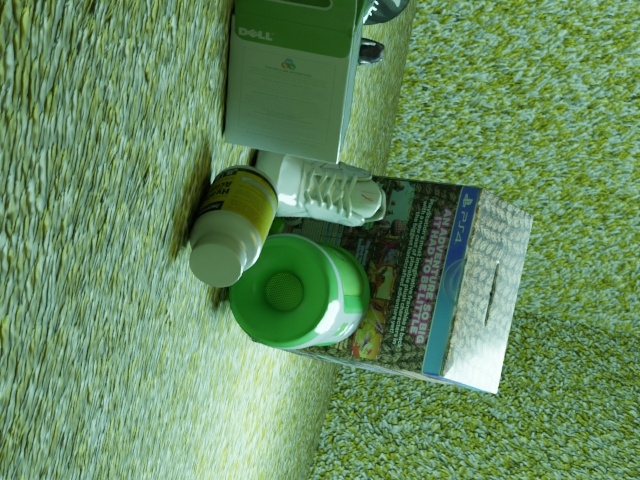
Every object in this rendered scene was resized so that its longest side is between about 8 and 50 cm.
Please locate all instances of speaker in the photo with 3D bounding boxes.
[{"bbox_3d":[-0.020,0.058,1.875,0.296,0.131,0.131,14,89,-81],"label":"speaker"}]

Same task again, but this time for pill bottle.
[{"bbox_3d":[-0.079,-0.011,1.479,0.116,0.065,0.065,-72,173,-53],"label":"pill bottle"}]

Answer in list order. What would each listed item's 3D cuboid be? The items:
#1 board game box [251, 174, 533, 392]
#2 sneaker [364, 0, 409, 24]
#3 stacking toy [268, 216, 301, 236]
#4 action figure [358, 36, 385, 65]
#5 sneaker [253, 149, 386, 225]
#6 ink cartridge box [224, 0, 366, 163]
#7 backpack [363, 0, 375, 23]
[{"bbox_3d":[0.088,0.047,2.086,0.141,0.291,0.232,22,79,-54],"label":"board game box"},{"bbox_3d":[0.121,-0.346,1.725,0.185,0.202,0.483,-49,177,-27],"label":"sneaker"},{"bbox_3d":[-0.027,-0.079,2.004,0.167,0.052,0.221,89,15,-69],"label":"stacking toy"},{"bbox_3d":[-0.004,-0.190,1.736,0.285,0.099,0.185,4,104,-82],"label":"action figure"},{"bbox_3d":[0.006,-0.061,1.840,0.232,0.115,0.090,3,98,-64],"label":"sneaker"},{"bbox_3d":[-0.022,-0.170,1.475,0.209,0.109,0.062,97,7,-46],"label":"ink cartridge box"},{"bbox_3d":[0.014,-0.286,1.577,0.152,0.115,0.182,97,9,-68],"label":"backpack"}]
